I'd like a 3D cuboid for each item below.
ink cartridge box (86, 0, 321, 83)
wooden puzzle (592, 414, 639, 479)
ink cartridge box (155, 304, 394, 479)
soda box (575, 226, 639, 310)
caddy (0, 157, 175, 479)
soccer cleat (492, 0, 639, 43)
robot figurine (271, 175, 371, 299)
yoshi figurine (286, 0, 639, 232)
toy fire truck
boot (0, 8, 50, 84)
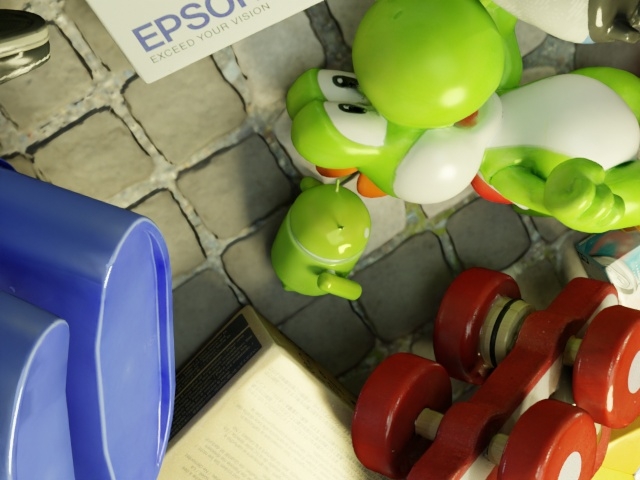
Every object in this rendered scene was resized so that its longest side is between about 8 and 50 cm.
[{"bbox_3d":[-0.056,-0.296,0.838,0.324,0.071,0.330,-24,130,14],"label":"ink cartridge box"},{"bbox_3d":[0.320,0.227,1.280,0.221,0.044,0.238,-23,116,-10],"label":"wooden puzzle"},{"bbox_3d":[-0.040,0.200,1.115,0.193,0.088,0.235,-45,119,3],"label":"ink cartridge box"},{"bbox_3d":[0.325,-0.011,1.179,0.183,0.058,0.063,-33,118,-6],"label":"soda box"},{"bbox_3d":[-0.228,0.104,0.907,0.179,0.241,0.341,16,130,15],"label":"caddy"},{"bbox_3d":[0.229,-0.232,0.998,0.331,0.143,0.116,-28,134,-50],"label":"soccer cleat"},{"bbox_3d":[0.000,0.000,1.043,0.067,0.101,0.115,1,150,-17],"label":"robot figurine"},{"bbox_3d":[0.161,-0.106,1.016,0.362,0.203,0.202,4,101,-19],"label":"yoshi figurine"},{"bbox_3d":[0.167,0.182,1.102,0.302,0.169,0.253,-43,135,-39],"label":"toy fire truck"},{"bbox_3d":[-0.285,-0.053,0.935,0.236,0.085,0.178,-22,121,-11],"label":"boot"}]
